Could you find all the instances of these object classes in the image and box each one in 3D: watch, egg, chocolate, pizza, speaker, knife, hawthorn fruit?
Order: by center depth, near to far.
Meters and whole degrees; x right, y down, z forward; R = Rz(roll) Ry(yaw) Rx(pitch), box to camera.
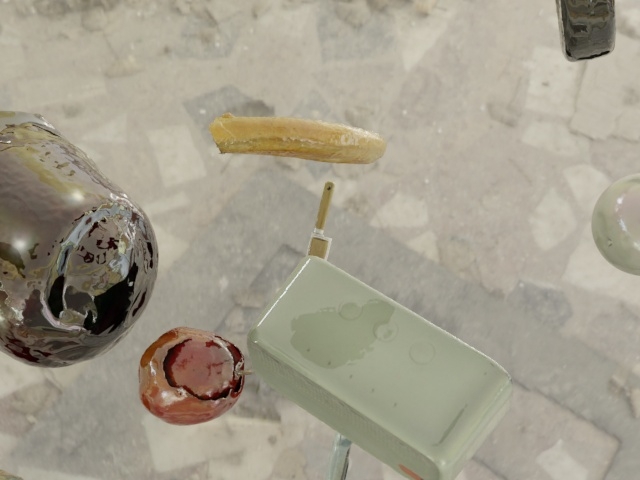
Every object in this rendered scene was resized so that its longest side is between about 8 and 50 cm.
[{"bbox_3d":[0.328,-0.017,0.928,0.103,0.103,0.135,27,21,10],"label":"egg"},{"bbox_3d":[-0.028,-0.136,1.238,0.271,0.134,0.056,1,93,-22],"label":"pizza"},{"bbox_3d":[-0.174,0.194,1.308,0.172,0.148,0.148,1,57,22],"label":"hawthorn fruit"},{"bbox_3d":[-0.435,0.028,1.420,0.384,0.383,0.331,-38,47,-24],"label":"chocolate"},{"bbox_3d":[0.083,0.212,1.461,0.406,0.183,0.184,30,61,23],"label":"speaker"},{"bbox_3d":[0.107,0.466,1.800,0.193,0.068,0.206,12,84,-3],"label":"watch"},{"bbox_3d":[0.000,0.000,1.935,0.046,0.022,0.256,13,87,4],"label":"knife"}]

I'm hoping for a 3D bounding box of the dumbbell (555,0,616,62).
[{"bbox_3d":[0.224,-0.191,0.541,0.326,0.143,0.143,-8,58,14],"label":"dumbbell"}]

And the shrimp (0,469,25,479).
[{"bbox_3d":[-0.616,0.403,1.467,0.360,0.247,0.085,12,86,-10],"label":"shrimp"}]
